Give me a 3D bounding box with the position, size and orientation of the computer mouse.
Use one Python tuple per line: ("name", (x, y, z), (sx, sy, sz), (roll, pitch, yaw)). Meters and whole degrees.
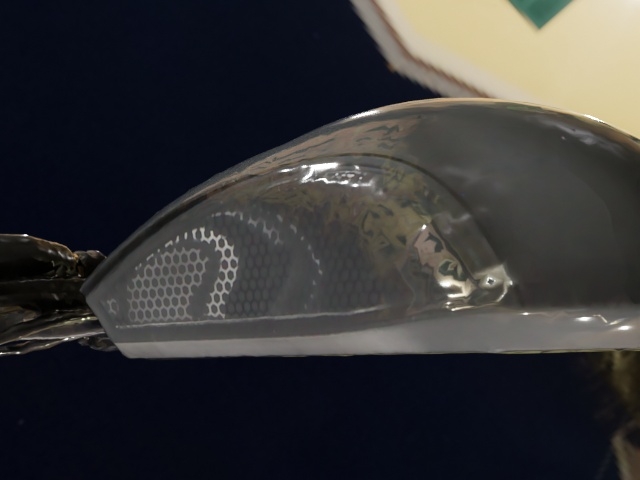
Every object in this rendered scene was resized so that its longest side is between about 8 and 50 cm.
("computer mouse", (0.000, 0.000, 0.422), (0.188, 0.272, 0.072), (5, -98, -49))
